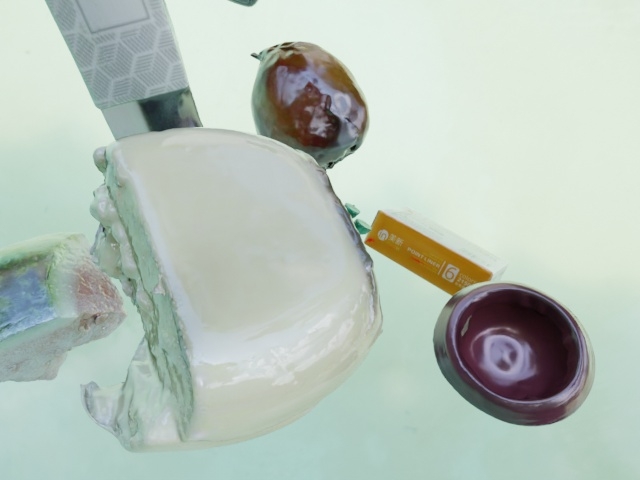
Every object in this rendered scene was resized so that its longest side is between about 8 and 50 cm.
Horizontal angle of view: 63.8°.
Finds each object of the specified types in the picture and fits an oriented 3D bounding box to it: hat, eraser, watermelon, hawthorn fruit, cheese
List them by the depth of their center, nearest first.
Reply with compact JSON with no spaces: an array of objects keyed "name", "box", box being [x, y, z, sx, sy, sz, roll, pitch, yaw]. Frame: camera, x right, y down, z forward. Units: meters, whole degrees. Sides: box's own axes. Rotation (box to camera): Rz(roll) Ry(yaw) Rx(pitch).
[{"name":"cheese","box":[-0.081,0.024,0.414,0.233,0.127,0.266,-12,54,-23]},{"name":"eraser","box":[-0.195,-0.246,0.436,0.096,0.404,0.098,-17,49,-9]},{"name":"hat","box":[0.254,0.149,0.687,0.205,0.089,0.205,-3,59,6]},{"name":"watermelon","box":[-0.469,0.117,0.848,0.232,0.193,0.310,49,12,-23]},{"name":"hawthorn fruit","box":[-0.026,-0.321,1.269,0.308,0.308,0.325,-9,97,-31]}]

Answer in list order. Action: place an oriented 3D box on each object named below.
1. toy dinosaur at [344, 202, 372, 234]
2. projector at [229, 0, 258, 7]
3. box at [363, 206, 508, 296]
[{"name":"toy dinosaur","box":[0.000,0.000,0.590,0.132,0.096,0.059,17,29,-38]},{"name":"projector","box":[-0.163,-0.791,1.081,0.242,0.405,0.395,20,74,-11]},{"name":"box","box":[0.255,0.025,1.117,0.274,0.091,0.221,33,18,24]}]
